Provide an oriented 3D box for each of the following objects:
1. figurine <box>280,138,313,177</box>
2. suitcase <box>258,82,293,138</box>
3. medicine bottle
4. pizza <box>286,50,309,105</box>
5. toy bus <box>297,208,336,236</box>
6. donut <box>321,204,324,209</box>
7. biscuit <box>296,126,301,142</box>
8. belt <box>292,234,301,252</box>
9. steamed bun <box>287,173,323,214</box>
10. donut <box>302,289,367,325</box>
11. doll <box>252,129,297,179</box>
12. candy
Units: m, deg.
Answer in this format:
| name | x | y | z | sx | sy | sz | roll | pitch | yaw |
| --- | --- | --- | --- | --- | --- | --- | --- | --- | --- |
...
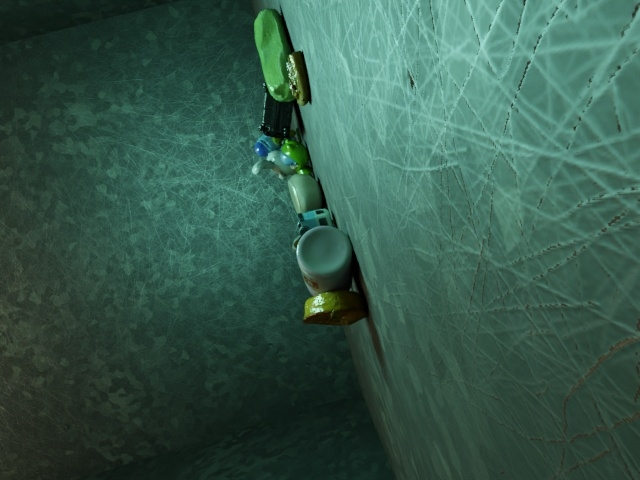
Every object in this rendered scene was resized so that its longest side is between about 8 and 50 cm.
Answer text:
| name | x | y | z | sx | sy | sz | roll | pitch | yaw |
| --- | --- | --- | --- | --- | --- | --- | --- | --- | --- |
| figurine | -0.114 | -0.418 | 2.195 | 0.263 | 0.143 | 0.162 | 56 | -165 | -31 |
| suitcase | -0.220 | -0.644 | 2.081 | 0.335 | 0.153 | 0.229 | -122 | 39 | -79 |
| medicine bottle | 0.024 | 0.098 | 1.576 | 0.315 | 0.203 | 0.202 | 81 | 172 | -64 |
| pizza | -0.077 | -0.540 | 1.400 | 0.246 | 0.058 | 0.127 | 106 | 148 | -81 |
| toy bus | 0.000 | 0.000 | 1.848 | 0.133 | 0.165 | 0.271 | -111 | 5 | -71 |
| donut | -0.027 | -0.141 | 2.263 | 0.270 | 0.103 | 0.269 | 165 | 90 | -85 |
| biscuit | -0.129 | -0.619 | 2.418 | 0.046 | 0.016 | 0.089 | 88 | 166 | -72 |
| belt | -0.035 | 0.045 | 2.171 | 0.217 | 0.122 | 0.339 | 36 | 172 | -6 |
| steamed bun | -0.064 | -0.224 | 2.036 | 0.232 | 0.145 | 0.231 | 161 | 90 | -82 |
| donut | 0.053 | 0.273 | 1.583 | 0.253 | 0.254 | 0.118 | 80 | 180 | -64 |
| doll | -0.246 | -0.506 | 2.359 | 0.376 | 0.187 | 0.364 | 15 | -122 | -57 |
| candy | -0.159 | -0.701 | 1.569 | 0.142 | 0.132 | 0.342 | -4 | -105 | -49 |
